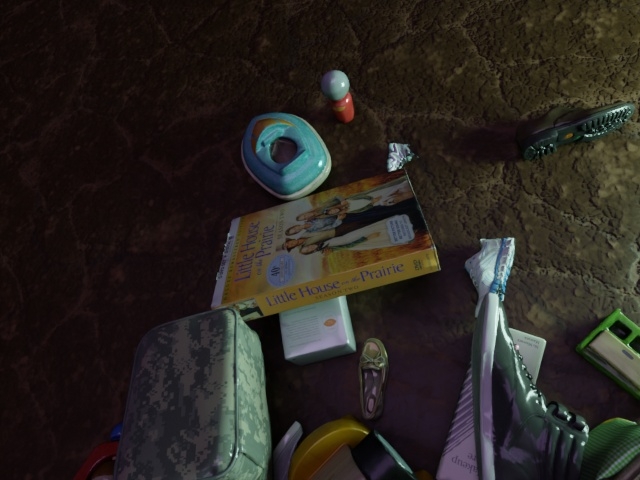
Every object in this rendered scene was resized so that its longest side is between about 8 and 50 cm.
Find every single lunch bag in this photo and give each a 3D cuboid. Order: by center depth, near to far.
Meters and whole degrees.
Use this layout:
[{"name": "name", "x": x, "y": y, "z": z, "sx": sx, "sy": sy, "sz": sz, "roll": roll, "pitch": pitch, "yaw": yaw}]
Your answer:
[{"name": "lunch bag", "x": -0.182, "y": 0.313, "z": 0.769, "sx": 0.213, "sy": 0.256, "sz": 0.305, "roll": -18, "pitch": 46, "yaw": 7}]

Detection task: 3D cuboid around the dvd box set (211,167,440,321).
[{"name": "dvd box set", "x": 0.000, "y": 0.000, "z": 0.916, "sx": 0.420, "sy": 0.062, "sz": 0.307, "roll": -15, "pitch": 35, "yaw": 10}]

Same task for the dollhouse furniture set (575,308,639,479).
[{"name": "dollhouse furniture set", "x": 0.436, "y": 0.243, "z": 0.678, "sx": 0.301, "sy": 0.197, "sz": 0.151, "roll": -42, "pitch": 64, "yaw": -4}]

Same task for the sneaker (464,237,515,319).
[{"name": "sneaker", "x": 0.316, "y": 0.073, "z": 0.862, "sx": 0.083, "sy": 0.071, "sz": 0.190, "roll": 9, "pitch": 54, "yaw": 31}]

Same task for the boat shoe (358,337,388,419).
[{"name": "boat shoe", "x": 0.098, "y": 0.262, "z": 0.854, "sx": 0.056, "sy": 0.048, "sz": 0.153, "roll": 2, "pitch": 68, "yaw": 17}]

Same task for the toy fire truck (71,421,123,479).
[{"name": "toy fire truck", "x": -0.352, "y": 0.469, "z": 0.856, "sx": 0.302, "sy": 0.169, "sz": 0.254, "roll": -13, "pitch": 40, "yaw": 10}]

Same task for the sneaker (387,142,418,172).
[{"name": "sneaker", "x": 0.190, "y": -0.184, "z": 1.025, "sx": 0.069, "sy": 0.038, "sz": 0.098, "roll": -1, "pitch": 68, "yaw": 17}]

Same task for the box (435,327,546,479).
[{"name": "box", "x": 0.289, "y": 0.287, "z": 0.760, "sx": 0.113, "sy": 0.094, "sz": 0.275, "roll": 15, "pitch": 72, "yaw": 21}]

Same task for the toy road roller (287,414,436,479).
[{"name": "toy road roller", "x": 0.092, "y": 0.434, "z": 0.728, "sx": 0.202, "sy": 0.240, "sz": 0.329, "roll": -44, "pitch": 100, "yaw": -5}]

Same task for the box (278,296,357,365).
[{"name": "box", "x": -0.011, "y": 0.153, "z": 0.910, "sx": 0.130, "sy": 0.091, "sz": 0.170, "roll": -16, "pitch": 63, "yaw": 9}]

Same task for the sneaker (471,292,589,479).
[{"name": "sneaker", "x": 0.311, "y": 0.228, "z": 0.675, "sx": 0.147, "sy": 0.104, "sz": 0.295, "roll": 0, "pitch": 74, "yaw": 12}]

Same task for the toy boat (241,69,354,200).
[{"name": "toy boat", "x": -0.050, "y": -0.263, "z": 1.069, "sx": 0.318, "sy": 0.148, "sz": 0.267, "roll": -42, "pitch": 62, "yaw": -4}]

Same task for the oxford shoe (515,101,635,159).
[{"name": "oxford shoe", "x": 0.525, "y": -0.253, "z": 0.931, "sx": 0.227, "sy": 0.083, "sz": 0.096, "roll": -14, "pitch": 60, "yaw": 9}]

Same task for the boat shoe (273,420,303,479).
[{"name": "boat shoe", "x": -0.073, "y": 0.432, "z": 0.827, "sx": 0.063, "sy": 0.066, "sz": 0.184, "roll": 28, "pitch": 75, "yaw": 11}]
